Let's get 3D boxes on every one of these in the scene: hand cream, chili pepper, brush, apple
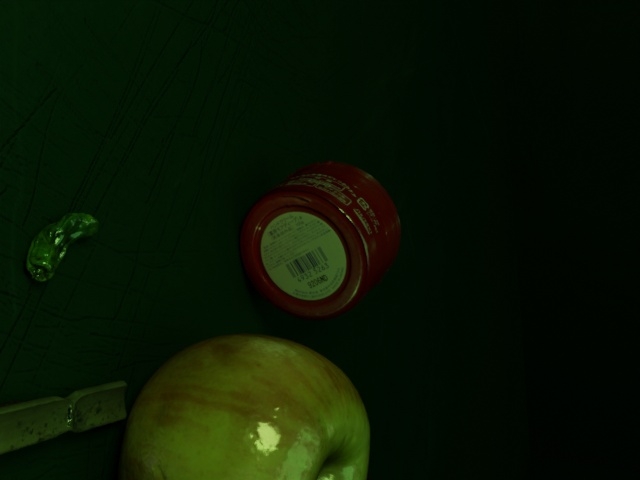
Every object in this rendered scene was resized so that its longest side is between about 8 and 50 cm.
[{"bbox_3d":[0.000,0.000,1.098,0.125,0.193,0.193,-38,127,-57],"label":"hand cream"},{"bbox_3d":[-0.239,0.002,0.760,0.091,0.034,0.030,-59,178,-47],"label":"chili pepper"},{"bbox_3d":[-0.248,0.158,0.754,0.248,0.036,0.043,7,91,-73],"label":"brush"},{"bbox_3d":[-0.081,0.236,0.893,0.286,0.233,0.285,-25,119,-59],"label":"apple"}]

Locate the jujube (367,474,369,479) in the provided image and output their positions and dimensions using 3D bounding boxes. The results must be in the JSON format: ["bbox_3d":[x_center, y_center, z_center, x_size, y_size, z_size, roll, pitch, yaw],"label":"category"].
[{"bbox_3d":[-0.005,0.382,1.196,0.155,0.155,0.230,-41,132,-58],"label":"jujube"}]
